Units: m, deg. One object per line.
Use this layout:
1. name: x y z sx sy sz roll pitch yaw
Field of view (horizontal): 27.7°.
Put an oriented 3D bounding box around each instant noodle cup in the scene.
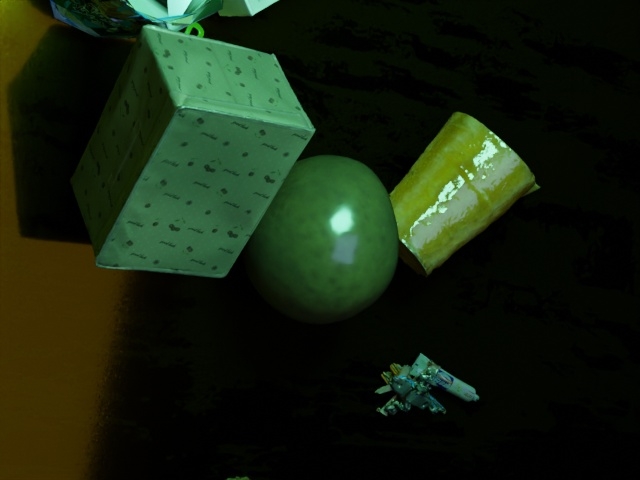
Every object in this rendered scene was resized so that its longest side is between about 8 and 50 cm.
1. instant noodle cup: -0.254 -0.395 1.821 0.240 0.178 0.240 -7 103 -32

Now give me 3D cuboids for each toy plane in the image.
1. toy plane: 0.175 0.277 2.290 0.135 0.062 0.188 -42 126 11

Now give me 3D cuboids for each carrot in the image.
1. carrot: 0.217 -0.067 2.202 0.254 0.196 0.196 -46 120 -8

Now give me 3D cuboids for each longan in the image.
1. longan: 0.000 0.000 2.020 0.258 0.258 0.258 -6 102 -32

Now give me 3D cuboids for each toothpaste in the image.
1. toothpaste: 0.225 0.253 2.338 0.170 0.028 0.045 31 99 -32

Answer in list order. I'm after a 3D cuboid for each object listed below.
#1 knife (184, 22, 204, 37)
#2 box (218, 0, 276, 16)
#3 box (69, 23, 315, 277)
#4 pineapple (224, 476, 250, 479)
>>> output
1. knife: -0.224 -0.259 1.959 0.078 0.022 0.166 43 75 -36
2. box: -0.104 -0.493 1.945 0.194 0.111 0.260 -36 114 -24
3. box: -0.187 -0.119 1.831 0.225 0.190 0.297 7 131 -35
4. pineapple: -0.219 0.515 2.031 0.340 0.169 0.169 -33 115 -16
